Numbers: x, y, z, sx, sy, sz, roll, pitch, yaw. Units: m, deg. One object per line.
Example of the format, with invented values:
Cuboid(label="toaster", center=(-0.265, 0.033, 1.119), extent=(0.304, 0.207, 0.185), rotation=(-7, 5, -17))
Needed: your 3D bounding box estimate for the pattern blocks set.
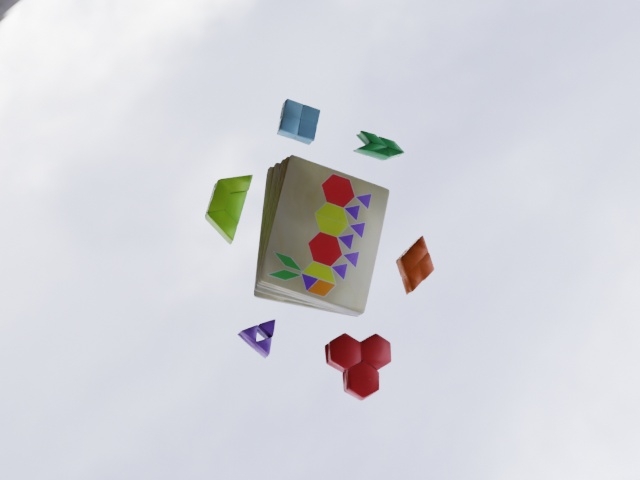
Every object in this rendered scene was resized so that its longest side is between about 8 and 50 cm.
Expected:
Cuboid(label="pattern blocks set", center=(0.000, 0.000, 1.473), extent=(0.026, 0.285, 0.324), rotation=(-41, -155, 63))
